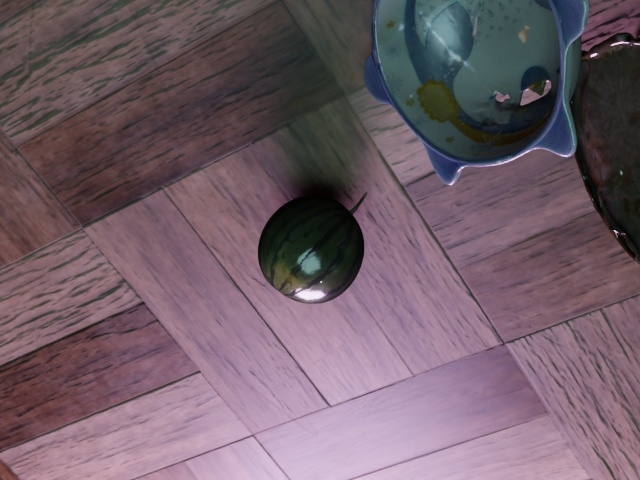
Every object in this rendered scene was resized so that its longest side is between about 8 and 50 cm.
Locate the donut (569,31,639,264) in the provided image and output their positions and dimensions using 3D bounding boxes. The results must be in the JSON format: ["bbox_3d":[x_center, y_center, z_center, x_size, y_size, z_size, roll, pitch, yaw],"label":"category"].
[{"bbox_3d":[0.362,-0.073,0.817,0.345,0.136,0.259,-18,86,49],"label":"donut"}]

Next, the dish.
[{"bbox_3d":[0.146,-0.159,0.918,0.236,0.086,0.228,21,125,43],"label":"dish"}]

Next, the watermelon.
[{"bbox_3d":[0.000,0.000,1.070,0.105,0.105,0.133,40,101,-16],"label":"watermelon"}]
